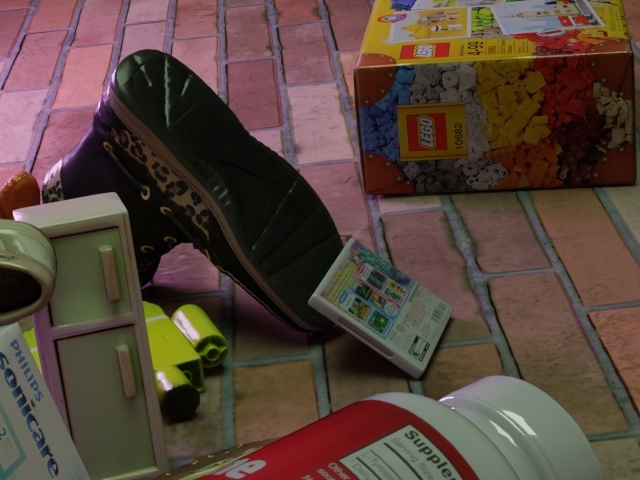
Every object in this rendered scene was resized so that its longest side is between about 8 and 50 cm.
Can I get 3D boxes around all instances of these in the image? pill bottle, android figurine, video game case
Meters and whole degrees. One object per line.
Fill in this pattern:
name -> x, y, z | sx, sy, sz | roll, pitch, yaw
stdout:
pill bottle -> 0.014, 0.249, 1.169 | 0.408, 0.229, 0.229 | -22, 27, -34
android figurine -> -0.232, 0.129, 1.746 | 0.248, 0.056, 0.273 | -13, 25, -17
video game case -> 0.069, 0.072, 1.751 | 0.143, 0.019, 0.157 | 34, 29, 0

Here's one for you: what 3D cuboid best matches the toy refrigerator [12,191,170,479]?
toy refrigerator -> -0.216, 0.100, 1.517 | 0.102, 0.269, 0.094 | -10, 16, -12

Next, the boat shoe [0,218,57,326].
boat shoe -> -0.380, 0.040, 1.379 | 0.302, 0.109, 0.098 | -3, 18, -8

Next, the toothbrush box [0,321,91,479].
toothbrush box -> -0.320, 0.231, 1.284 | 0.126, 0.216, 0.295 | -14, 16, 27

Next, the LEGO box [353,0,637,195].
LEGO box -> 0.259, -0.248, 2.343 | 0.373, 0.193, 0.500 | -2, 23, 8

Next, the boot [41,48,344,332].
boot -> -0.157, -0.013, 1.878 | 0.284, 0.377, 0.138 | -37, 8, 49

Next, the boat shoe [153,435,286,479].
boat shoe -> -0.075, 0.214, 1.489 | 0.178, 0.064, 0.060 | -16, 27, -17

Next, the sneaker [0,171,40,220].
sneaker -> -0.361, -0.014, 1.971 | 0.064, 0.175, 0.067 | -31, 57, -32

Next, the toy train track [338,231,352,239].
toy train track -> 0.000, 0.000, 2.050 | 0.083, 0.014, 0.048 | -6, 15, -14
